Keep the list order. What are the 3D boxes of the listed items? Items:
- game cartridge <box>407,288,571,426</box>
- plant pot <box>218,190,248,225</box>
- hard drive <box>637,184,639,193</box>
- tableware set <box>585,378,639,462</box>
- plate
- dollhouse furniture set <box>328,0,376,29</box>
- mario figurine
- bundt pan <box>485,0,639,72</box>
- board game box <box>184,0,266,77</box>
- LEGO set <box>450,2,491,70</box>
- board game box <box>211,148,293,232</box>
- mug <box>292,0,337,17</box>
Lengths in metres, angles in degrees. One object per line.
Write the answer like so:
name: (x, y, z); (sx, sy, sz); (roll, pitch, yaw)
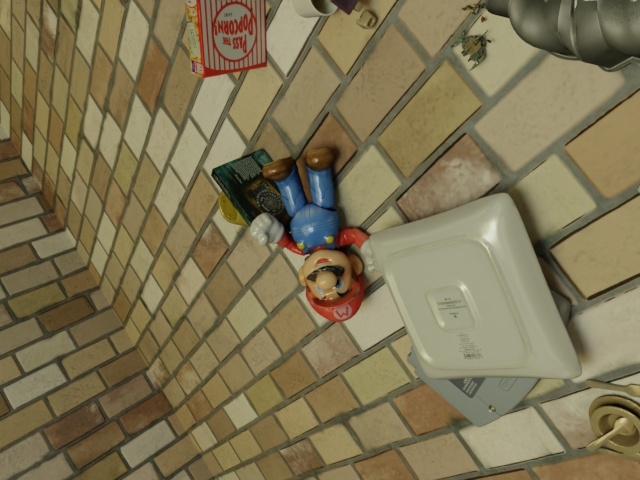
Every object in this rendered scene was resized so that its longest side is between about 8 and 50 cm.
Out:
game cartridge: (0.262, 0.161, 0.840); (0.198, 0.062, 0.297); (35, 133, 24)
plant pot: (-0.163, -0.084, 1.130); (0.134, 0.095, 0.134); (25, 128, 37)
hard drive: (0.500, -0.073, 0.445); (0.339, 0.064, 0.237); (34, 133, 29)
tableware set: (0.454, 0.262, 0.695); (0.194, 0.039, 0.128); (-3, 108, 48)
plate: (0.207, 0.094, 0.788); (0.277, 0.045, 0.278); (-19, 97, 50)
dollhouse furniture set: (0.056, -0.393, 0.775); (0.114, 0.091, 0.081); (-57, 43, 17)
mario figurine: (0.000, 0.000, 0.946); (0.198, 0.170, 0.321); (-7, 103, 47)
bundt pan: (0.261, -0.313, 0.448); (0.331, 0.124, 0.331); (23, 122, 42)
board game box: (-0.165, -0.397, 0.921); (0.045, 0.146, 0.194); (27, 130, 36)
LEGO set: (0.205, -0.268, 0.693); (0.054, 0.023, 0.083); (29, 117, 31)
board game box: (-0.115, -0.091, 1.050); (0.186, 0.126, 0.026); (52, 147, 13)
mug: (-0.011, -0.392, 0.833); (0.064, 0.062, 0.078); (12, 89, 53)
